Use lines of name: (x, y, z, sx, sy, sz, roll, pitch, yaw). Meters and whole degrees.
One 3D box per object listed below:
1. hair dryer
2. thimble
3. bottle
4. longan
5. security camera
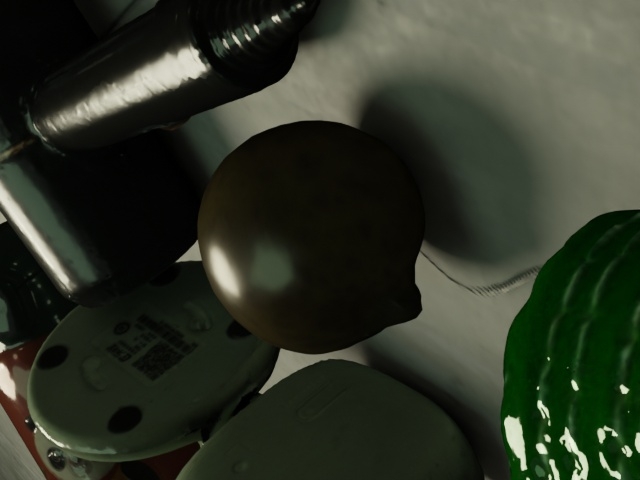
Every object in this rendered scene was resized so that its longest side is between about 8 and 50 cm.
hair dryer: (-0.087, -0.063, 0.610, 0.352, 0.107, 0.189, -6, 120, 58)
thimble: (0.119, 0.055, 0.344, 0.130, 0.118, 0.090, 34, 162, -26)
bottle: (-0.183, 0.134, 0.995, 0.144, 0.144, 0.336, 4, 125, 61)
longan: (0.000, 0.000, 0.523, 0.113, 0.092, 0.113, 19, 122, 33)
security camera: (-0.047, 0.108, 0.682, 0.301, 0.157, 0.080, 28, 148, 42)
